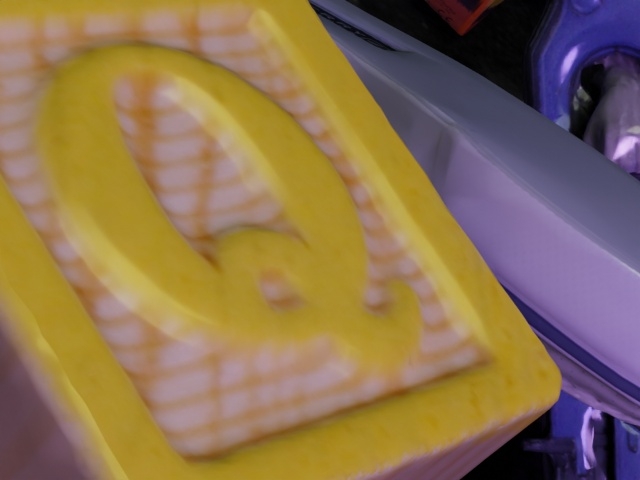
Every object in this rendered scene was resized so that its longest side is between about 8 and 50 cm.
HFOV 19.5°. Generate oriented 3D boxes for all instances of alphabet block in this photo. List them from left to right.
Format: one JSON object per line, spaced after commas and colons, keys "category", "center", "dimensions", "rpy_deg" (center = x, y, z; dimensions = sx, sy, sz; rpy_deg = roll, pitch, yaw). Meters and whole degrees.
{"category": "alphabet block", "center": [-0.083, 0.040, 0.573], "dimensions": [0.193, 0.197, 0.192], "rpy_deg": [-16, 66, -51]}

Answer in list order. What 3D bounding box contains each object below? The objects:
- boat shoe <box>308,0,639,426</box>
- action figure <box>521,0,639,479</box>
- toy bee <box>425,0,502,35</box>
{"category": "boat shoe", "center": [-0.006, -0.001, 0.700], "dimensions": [0.367, 0.156, 0.136], "rpy_deg": [34, 17, 26]}
{"category": "action figure", "center": [0.164, 0.056, 0.809], "dimensions": [0.330, 0.341, 0.178], "rpy_deg": [6, -1, -3]}
{"category": "toy bee", "center": [0.156, -0.240, 1.133], "dimensions": [0.195, 0.162, 0.298], "rpy_deg": [32, 37, -15]}
